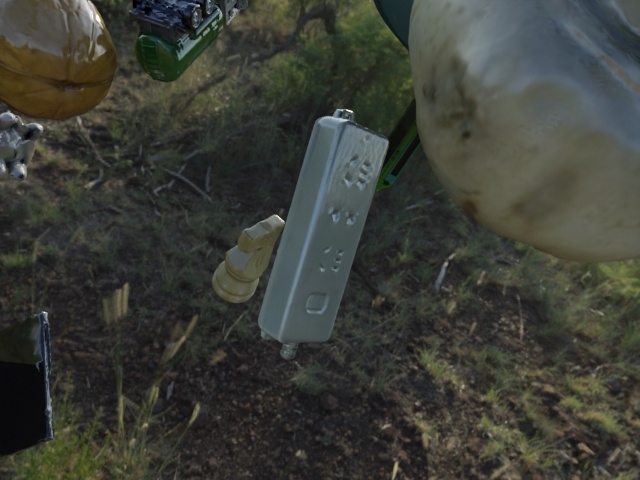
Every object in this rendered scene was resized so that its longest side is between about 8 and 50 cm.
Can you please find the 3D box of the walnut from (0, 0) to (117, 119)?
[{"bbox_3d":[-0.395,-0.280,0.743,0.193,0.193,0.226,-11,59,-40],"label":"walnut"}]

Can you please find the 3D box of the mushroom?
[{"bbox_3d":[0.226,-0.149,0.352,0.314,0.315,0.336,10,-11,-13],"label":"mushroom"}]

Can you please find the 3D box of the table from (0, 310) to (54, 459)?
[{"bbox_3d":[-0.533,0.189,0.641,0.250,0.281,0.196,42,27,-59],"label":"table"}]

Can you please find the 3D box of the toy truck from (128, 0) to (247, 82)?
[{"bbox_3d":[-0.209,-0.365,0.845,0.101,0.125,0.243,20,55,8],"label":"toy truck"}]

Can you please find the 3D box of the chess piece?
[{"bbox_3d":[-0.136,0.031,0.987,0.090,0.200,0.090,17,46,-18],"label":"chess piece"}]

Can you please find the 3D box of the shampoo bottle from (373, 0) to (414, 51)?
[{"bbox_3d":[0.299,-0.369,0.693,0.331,0.343,0.331,37,9,-7],"label":"shampoo bottle"}]

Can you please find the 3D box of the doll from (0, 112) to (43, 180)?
[{"bbox_3d":[-0.618,-0.189,0.964,0.095,0.150,0.192,16,1,28],"label":"doll"}]

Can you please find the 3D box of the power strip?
[{"bbox_3d":[0.000,0.000,0.675,0.098,0.339,0.058,9,10,-46],"label":"power strip"}]

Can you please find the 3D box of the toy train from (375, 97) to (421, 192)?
[{"bbox_3d":[0.134,-0.152,0.851,0.042,0.209,0.044,21,27,-25],"label":"toy train"}]
